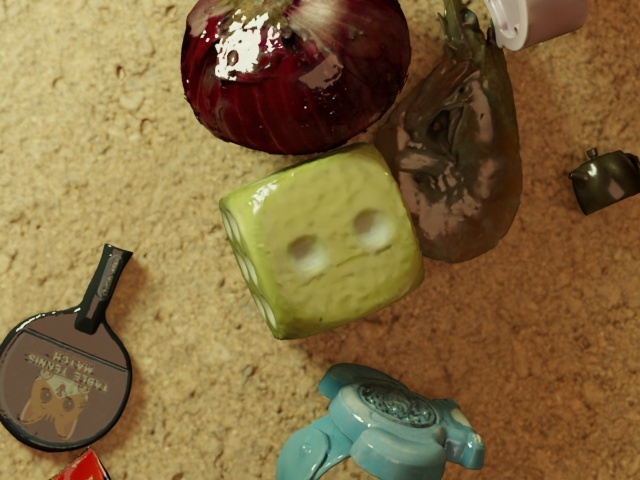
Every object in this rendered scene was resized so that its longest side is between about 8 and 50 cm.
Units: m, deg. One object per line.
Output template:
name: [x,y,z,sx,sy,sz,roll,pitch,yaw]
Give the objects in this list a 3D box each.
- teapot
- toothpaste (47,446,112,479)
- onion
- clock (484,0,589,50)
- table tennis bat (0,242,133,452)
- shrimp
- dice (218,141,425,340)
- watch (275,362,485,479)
teapot: [0.328,-0.076,1.552,0.121,0.076,0.068,-21,86,-37]
toothpaste: [-0.220,0.321,1.469,0.071,0.045,0.193,-37,92,-1]
onion: [-0.024,-0.189,1.425,0.252,0.219,0.252,-5,56,8]
clock: [0.205,-0.355,1.381,0.080,0.290,0.275,-19,79,-11]
table tennis bat: [-0.264,0.115,1.465,0.150,0.027,0.236,24,89,-11]
shrimp: [0.137,-0.131,1.512,0.168,0.077,0.317,-8,96,-8]
dice: [0.000,0.000,1.439,0.169,0.166,0.169,-22,95,-9]
watch: [0.057,0.258,1.464,0.211,0.211,0.193,19,108,-11]
